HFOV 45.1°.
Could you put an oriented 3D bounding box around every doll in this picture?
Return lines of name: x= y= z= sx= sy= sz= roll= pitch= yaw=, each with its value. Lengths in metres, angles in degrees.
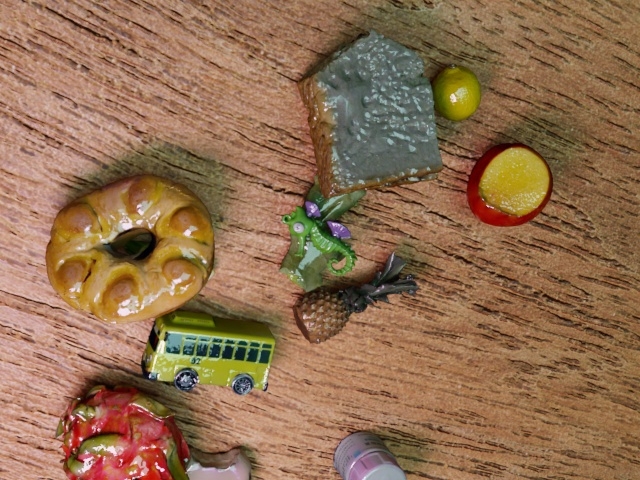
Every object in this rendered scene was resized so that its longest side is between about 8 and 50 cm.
doll: x=0.000 y=0.000 z=1.618 sx=0.190 sy=0.050 sz=0.115 roll=35 pitch=88 yaw=-13

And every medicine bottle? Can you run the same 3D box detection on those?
medicine bottle: x=0.116 y=0.540 z=1.806 sx=0.135 sy=0.168 sz=0.135 roll=-4 pitch=105 yaw=-15

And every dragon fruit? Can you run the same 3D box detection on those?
dragon fruit: x=-0.397 y=0.432 z=1.581 sx=0.302 sy=0.231 sz=0.237 roll=45 pitch=68 yaw=-4

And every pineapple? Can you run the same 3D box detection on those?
pineapple: x=0.077 y=0.125 z=1.713 sx=0.277 sy=0.119 sz=0.130 roll=-24 pitch=120 yaw=-14

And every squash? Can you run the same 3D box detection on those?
squash: x=-0.322 y=0.053 z=1.605 sx=0.200 sy=0.075 sz=0.090 roll=31 pitch=116 yaw=-19

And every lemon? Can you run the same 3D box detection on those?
lemon: x=0.295 y=-0.322 z=1.681 sx=0.109 sy=0.109 sz=0.133 roll=-26 pitch=124 yaw=-9

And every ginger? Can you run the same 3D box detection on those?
ginger: x=0.006 y=-0.025 z=1.683 sx=0.137 sy=0.089 sz=0.289 roll=16 pitch=94 yaw=-1

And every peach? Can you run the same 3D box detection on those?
peach: x=0.418 y=-0.123 z=1.718 sx=0.190 sy=0.192 sz=0.190 roll=8 pitch=109 yaw=22

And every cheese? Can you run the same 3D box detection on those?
cheese: x=-0.299 y=0.529 z=1.726 sx=0.287 sy=0.082 sz=0.163 roll=14 pitch=98 yaw=-18

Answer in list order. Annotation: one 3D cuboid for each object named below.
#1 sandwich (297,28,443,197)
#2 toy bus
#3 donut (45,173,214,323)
sandwich: x=0.102 y=-0.265 z=1.590 sx=0.262 sy=0.131 sz=0.325 roll=-11 pitch=90 yaw=-15
toy bus: x=-0.239 y=0.234 z=1.647 sx=0.262 sy=0.128 sz=0.150 roll=10 pitch=100 yaw=-20
donut: x=-0.359 y=0.018 z=1.495 sx=0.317 sy=0.150 sz=0.299 roll=18 pitch=78 yaw=7
